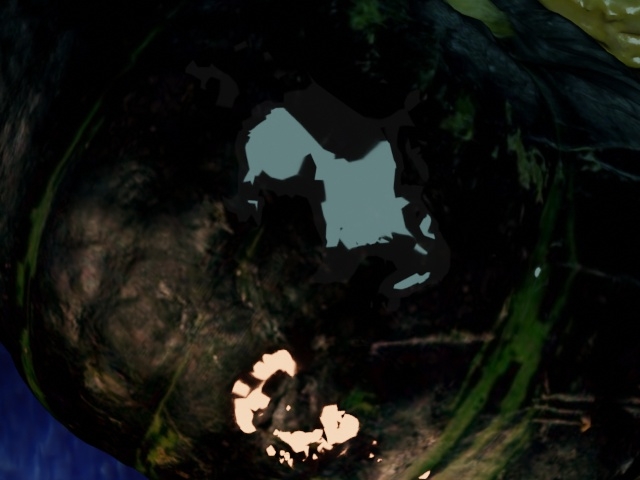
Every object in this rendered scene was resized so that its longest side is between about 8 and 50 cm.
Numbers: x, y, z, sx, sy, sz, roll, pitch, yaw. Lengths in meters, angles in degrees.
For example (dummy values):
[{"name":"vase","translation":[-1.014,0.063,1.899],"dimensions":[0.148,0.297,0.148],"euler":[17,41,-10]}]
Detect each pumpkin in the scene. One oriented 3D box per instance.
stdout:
[{"name":"pumpkin","translation":[0.000,0.000,0.672],"dimensions":[0.315,0.315,0.238],"euler":[34,100,3]}]

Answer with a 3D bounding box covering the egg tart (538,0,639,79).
[{"name":"egg tart","translation":[0.172,-0.192,0.831],"dimensions":[0.294,0.123,0.294],"euler":[1,78,-7]}]
